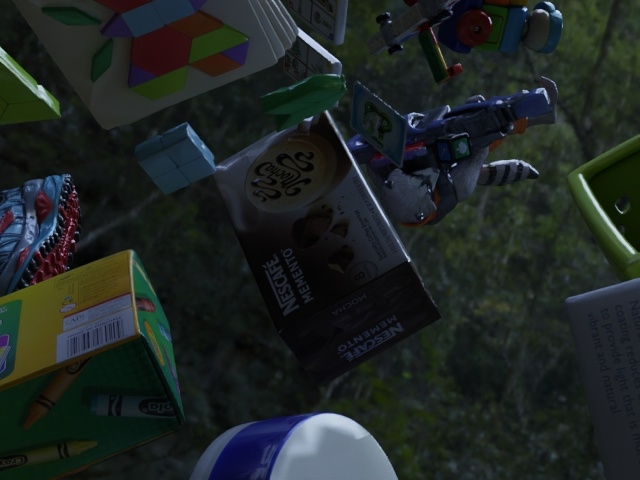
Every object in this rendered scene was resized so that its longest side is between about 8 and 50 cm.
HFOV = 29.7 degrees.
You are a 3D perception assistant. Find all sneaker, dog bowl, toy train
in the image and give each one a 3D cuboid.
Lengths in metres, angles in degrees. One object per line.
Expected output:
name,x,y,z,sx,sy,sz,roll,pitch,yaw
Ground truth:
sneaker,-0.368,0.023,1.448,0.125,0.262,0.104,-4,-55,6
dog bowl,-0.018,0.307,1.205,0.104,0.264,0.265,-16,-46,33
toy train,0.225,-0.333,1.369,0.143,0.105,0.248,4,-69,-19

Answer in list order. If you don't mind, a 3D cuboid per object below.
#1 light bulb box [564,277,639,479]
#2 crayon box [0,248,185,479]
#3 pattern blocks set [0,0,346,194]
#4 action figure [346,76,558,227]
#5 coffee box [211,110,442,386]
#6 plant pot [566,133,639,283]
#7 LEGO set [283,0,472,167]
light bulb box,0.383,0.143,0.757,0.361,0.225,0.358,-17,-29,17
crayon box,-0.244,0.114,0.855,0.279,0.165,0.081,-21,-68,-3
pattern blocks set,-0.110,-0.154,0.779,0.285,0.026,0.325,-30,-41,19
action figure,0.209,-0.112,1.634,0.341,0.330,0.178,-9,-73,46
coffee box,0.000,0.000,1.421,0.168,0.297,0.119,-29,-44,4
plant pot,0.382,0.009,1.088,0.228,0.227,0.207,-27,-67,9
LEGO set,0.057,-0.169,1.016,0.244,0.060,0.182,44,-37,38
